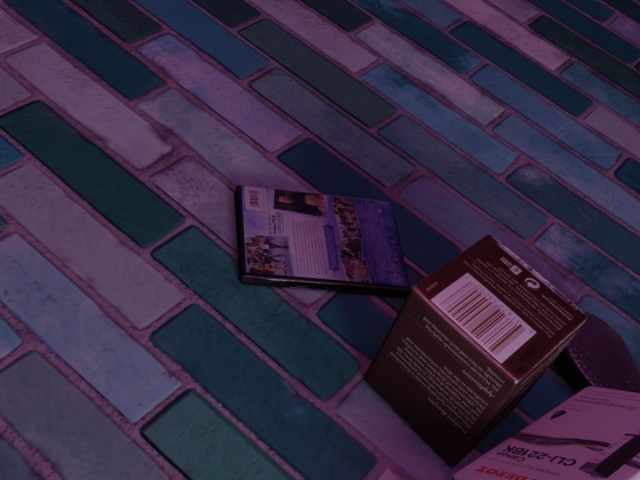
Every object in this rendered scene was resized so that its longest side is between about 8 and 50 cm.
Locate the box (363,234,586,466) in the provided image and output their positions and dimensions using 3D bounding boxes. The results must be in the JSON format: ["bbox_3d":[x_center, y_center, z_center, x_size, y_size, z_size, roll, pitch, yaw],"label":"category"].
[{"bbox_3d":[0.191,0.138,1.091,0.168,0.203,0.167,43,49,20],"label":"box"}]

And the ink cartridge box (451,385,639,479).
[{"bbox_3d":[0.319,0.283,0.998,0.272,0.197,0.114,-22,102,-34],"label":"ink cartridge box"}]

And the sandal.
[{"bbox_3d":[0.420,0.217,1.216,0.097,0.054,0.254,-24,70,-27],"label":"sandal"}]

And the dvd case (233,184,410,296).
[{"bbox_3d":[0.000,0.000,1.277,0.253,0.022,0.180,6,48,-15],"label":"dvd case"}]
